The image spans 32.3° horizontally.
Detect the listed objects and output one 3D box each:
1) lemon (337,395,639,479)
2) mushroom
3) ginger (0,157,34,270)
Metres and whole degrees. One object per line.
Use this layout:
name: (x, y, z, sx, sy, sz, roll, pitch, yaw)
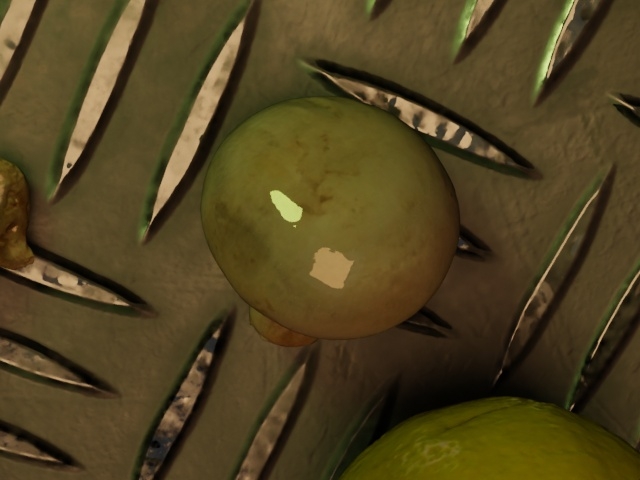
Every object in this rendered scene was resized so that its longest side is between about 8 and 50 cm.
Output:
lemon: (0.149, 0.287, 0.883, 0.348, 0.348, 0.348, -1, 105, -5)
mushroom: (0.014, -0.004, 0.876, 0.206, 0.206, 0.209, -18, 128, 0)
ginger: (-0.354, 0.041, 0.908, 0.294, 0.086, 0.131, -43, 92, -1)
